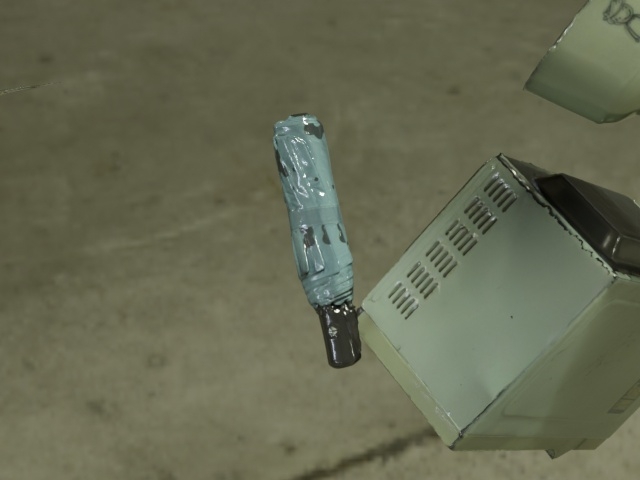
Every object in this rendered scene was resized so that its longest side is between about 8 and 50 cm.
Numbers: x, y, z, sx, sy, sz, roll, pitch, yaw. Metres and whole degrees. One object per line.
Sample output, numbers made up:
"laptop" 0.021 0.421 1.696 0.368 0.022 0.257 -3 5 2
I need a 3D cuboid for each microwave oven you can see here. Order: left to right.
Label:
"microwave oven" 0.247 0.070 1.697 0.355 0.286 0.218 10 34 -54

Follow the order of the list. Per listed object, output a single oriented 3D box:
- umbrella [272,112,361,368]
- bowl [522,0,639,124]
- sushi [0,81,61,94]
"umbrella" -0.002 0.000 1.494 0.053 0.250 0.052 -10 -1 -17
"bowl" 0.289 -0.185 1.374 0.112 0.211 0.211 39 41 7
"sushi" -0.378 -0.148 1.482 0.192 0.040 0.210 -18 12 -37
